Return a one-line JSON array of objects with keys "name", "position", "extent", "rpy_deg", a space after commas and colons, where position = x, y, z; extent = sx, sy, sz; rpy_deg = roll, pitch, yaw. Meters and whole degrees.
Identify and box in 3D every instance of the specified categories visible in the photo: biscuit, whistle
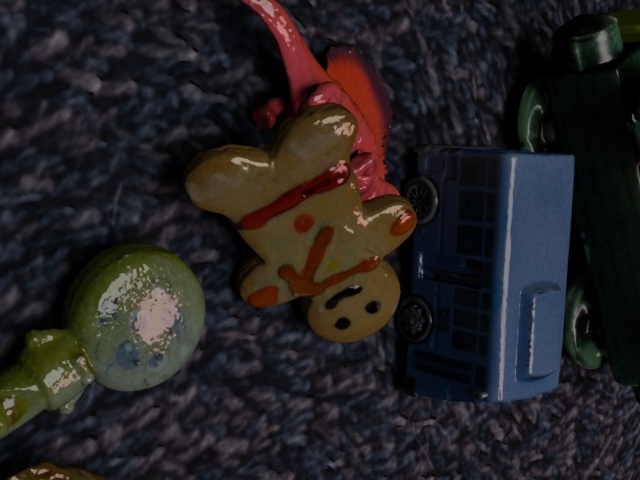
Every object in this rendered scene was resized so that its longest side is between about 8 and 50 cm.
[{"name": "biscuit", "position": [0.000, 0.000, 0.808], "extent": [0.153, 0.030, 0.234], "rpy_deg": [-23, 132, 2]}, {"name": "whistle", "position": [-0.166, 0.076, 0.707], "extent": [0.198, 0.057, 0.104], "rpy_deg": [-34, 124, -26]}]

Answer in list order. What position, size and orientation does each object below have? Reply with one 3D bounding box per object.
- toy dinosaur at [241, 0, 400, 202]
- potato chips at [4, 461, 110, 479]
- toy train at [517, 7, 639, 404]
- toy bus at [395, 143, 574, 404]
[{"name": "toy dinosaur", "position": [0.008, -0.128, 0.840], "extent": [0.139, 0.070, 0.286], "rpy_deg": [-53, 125, -37]}, {"name": "potato chips", "position": [-0.100, 0.254, 0.776], "extent": [0.057, 0.080, 0.407], "rpy_deg": [-47, 128, -8]}, {"name": "toy train", "position": [0.355, -0.046, 1.105], "extent": [0.272, 0.179, 0.442], "rpy_deg": [-39, 120, -40]}, {"name": "toy bus", "position": [0.152, 0.032, 0.940], "extent": [0.116, 0.133, 0.234], "rpy_deg": [-4, 98, -44]}]
